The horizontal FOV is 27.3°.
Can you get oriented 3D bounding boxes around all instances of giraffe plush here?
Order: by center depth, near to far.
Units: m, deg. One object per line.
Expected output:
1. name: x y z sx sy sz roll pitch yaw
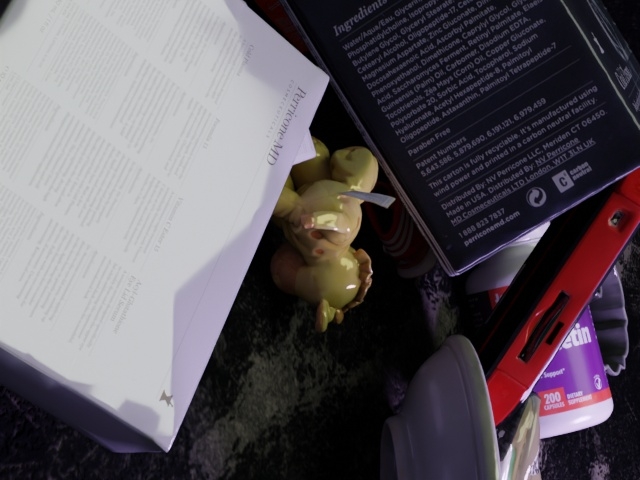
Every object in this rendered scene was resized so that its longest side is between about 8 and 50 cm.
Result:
1. giraffe plush: 0.000 0.000 1.500 0.181 0.210 0.170 -25 128 -33

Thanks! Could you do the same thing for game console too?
1. game console: 0.290 0.075 1.723 0.060 0.386 0.342 35 -7 2

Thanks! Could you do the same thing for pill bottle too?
1. pill bottle: 0.330 0.136 2.036 0.181 0.181 0.323 -6 82 -63

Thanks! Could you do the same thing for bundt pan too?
1. bundt pan: 0.432 0.087 2.328 0.331 0.124 0.331 37 46 -51

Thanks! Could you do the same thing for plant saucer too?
1. plant saucer: 0.129 0.311 1.537 0.400 0.100 0.401 179 -90 -87

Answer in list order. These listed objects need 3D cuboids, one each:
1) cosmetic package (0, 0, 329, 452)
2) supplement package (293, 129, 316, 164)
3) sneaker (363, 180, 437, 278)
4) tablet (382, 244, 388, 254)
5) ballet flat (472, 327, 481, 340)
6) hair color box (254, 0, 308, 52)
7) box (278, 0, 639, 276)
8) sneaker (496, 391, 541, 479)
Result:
1. cosmetic package: -0.176 -0.060 1.062 0.284 0.097 0.377 37 60 -28
2. supplement package: -0.130 -0.110 1.311 0.244 0.139 0.134 -26 100 -61
3. sneaker: 0.128 -0.066 1.840 0.128 0.087 0.221 54 32 -36
4. tablet: 0.098 -0.016 1.858 0.054 0.006 0.083 30 50 -55
5. ballet flat: 0.249 0.274 1.866 0.123 0.123 0.349 56 34 -34
6. hair color box: -0.042 -0.314 1.696 0.141 0.043 0.072 41 41 -47
7. box: 0.200 -0.268 1.702 0.472 0.297 0.480 57 19 -2
8. sneaker: 0.269 0.391 1.673 0.158 0.182 0.410 -156 -110 -78
